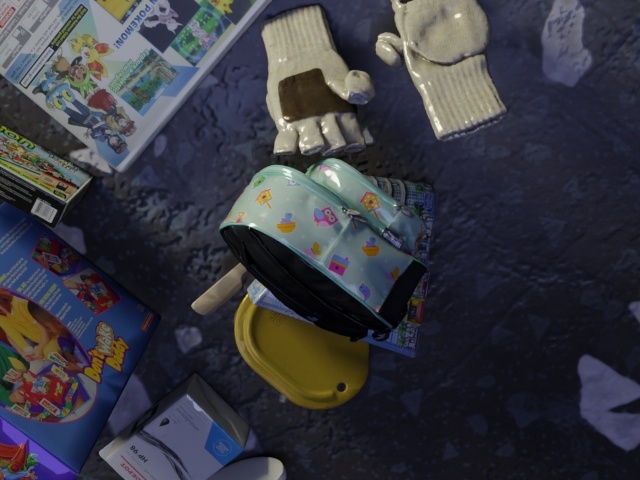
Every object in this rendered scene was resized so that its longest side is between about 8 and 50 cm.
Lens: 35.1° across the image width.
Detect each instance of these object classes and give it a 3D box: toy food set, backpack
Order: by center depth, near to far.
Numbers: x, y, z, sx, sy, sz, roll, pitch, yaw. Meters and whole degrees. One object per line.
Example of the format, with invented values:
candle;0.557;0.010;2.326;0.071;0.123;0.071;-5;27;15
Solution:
backpack;0.000;0.000;1.007;0.188;0.166;0.144;29;77;-13
toy food set;-0.039;0.102;1.197;0.218;0.071;0.128;44;83;-13

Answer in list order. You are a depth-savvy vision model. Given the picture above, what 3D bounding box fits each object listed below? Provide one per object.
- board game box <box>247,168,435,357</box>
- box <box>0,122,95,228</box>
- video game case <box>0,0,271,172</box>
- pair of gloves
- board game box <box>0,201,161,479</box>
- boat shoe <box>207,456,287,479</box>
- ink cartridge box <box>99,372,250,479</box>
board game box;0.022;0.024;1.128;0.194;0.060;0.194;5;102;-13
box;-0.362;-0.094;1.118;0.207;0.114;0.036;29;108;-7
video game case;-0.226;-0.286;1.083;0.300;0.036;0.329;41;106;-10
pair of gloves;0.057;-0.181;1.028;0.240;0.204;0.042;-11;150;7
board game box;-0.316;0.106;1.062;0.233;0.347;0.078;40;108;-9
boat shoe;-0.117;0.334;1.282;0.184;0.066;0.063;-28;119;10
ink cartridge box;-0.189;0.263;1.260;0.180;0.060;0.104;-40;103;15
